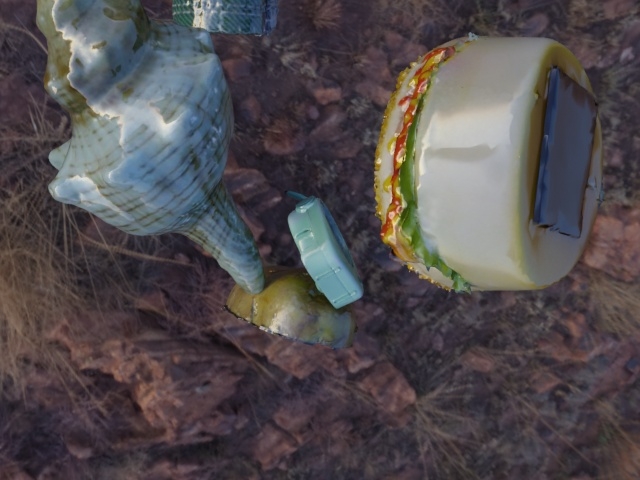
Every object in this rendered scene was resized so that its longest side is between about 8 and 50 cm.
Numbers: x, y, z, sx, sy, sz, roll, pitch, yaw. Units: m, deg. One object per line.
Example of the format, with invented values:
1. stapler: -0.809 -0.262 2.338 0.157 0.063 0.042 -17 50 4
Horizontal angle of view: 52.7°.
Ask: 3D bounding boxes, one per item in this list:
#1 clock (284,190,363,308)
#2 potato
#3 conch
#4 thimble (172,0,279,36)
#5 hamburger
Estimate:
1. clock: 0.000 0.000 0.694 0.041 0.135 0.101 -27 136 7
2. potato: -0.033 0.069 0.788 0.164 0.200 0.081 16 88 -25
3. conch: -0.166 -0.075 0.598 0.169 0.203 0.386 -43 132 -43
4. thimble: -0.126 -0.308 0.830 0.118 0.135 0.090 -19 118 -46
5. hamburger: 0.175 -0.079 0.685 0.294 0.179 0.276 7 90 -49
